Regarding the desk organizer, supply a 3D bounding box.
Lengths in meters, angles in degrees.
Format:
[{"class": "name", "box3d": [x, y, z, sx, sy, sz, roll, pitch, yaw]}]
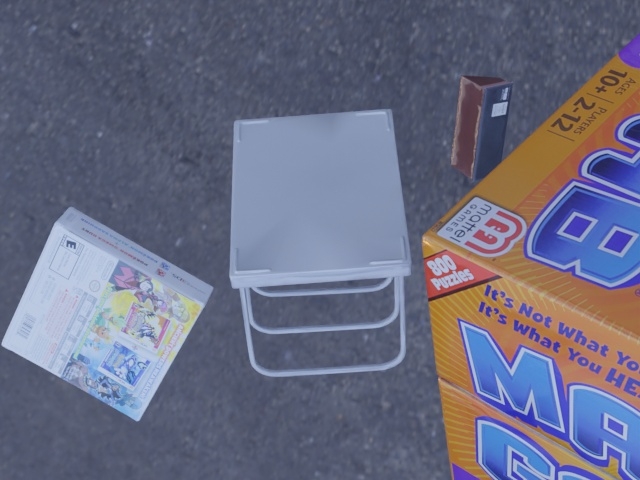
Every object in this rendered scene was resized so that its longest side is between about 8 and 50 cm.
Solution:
[{"class": "desk organizer", "box3d": [0.203, -0.146, 1.552, 0.047, 0.050, 0.130, -15, 125, -29]}]

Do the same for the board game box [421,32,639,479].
[{"class": "board game box", "box3d": [0.349, 0.086, 1.072, 0.356, 0.356, 0.356, 27, 145, 34]}]

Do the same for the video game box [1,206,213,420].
[{"class": "video game box", "box3d": [-0.245, 0.087, 1.392, 0.187, 0.048, 0.205, 31, 123, -1]}]

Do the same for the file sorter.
[{"class": "file sorter", "box3d": [0.000, 0.000, 1.436, 0.193, 0.278, 0.173, -4, 133, 1]}]
